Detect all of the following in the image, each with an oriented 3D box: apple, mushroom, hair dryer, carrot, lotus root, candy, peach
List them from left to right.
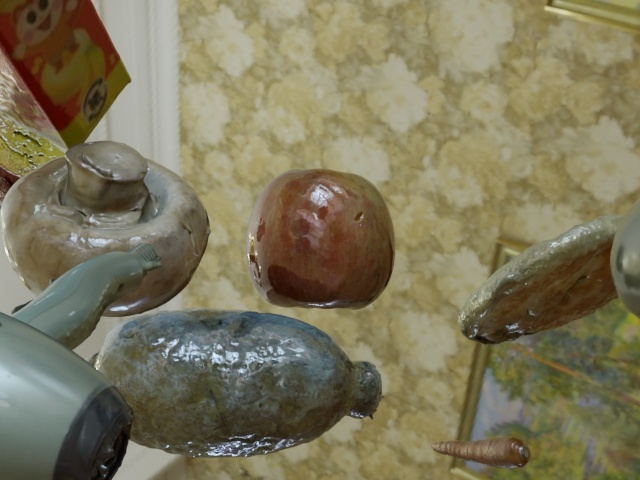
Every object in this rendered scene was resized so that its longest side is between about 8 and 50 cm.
[{"bbox_3d":[-0.198,0.037,0.456,0.225,0.219,0.088,-100,24,-63],"label":"hair dryer"},{"bbox_3d":[-0.253,-0.186,0.645,0.088,0.146,0.276,-59,-15,-18],"label":"candy"},{"bbox_3d":[-0.375,-0.084,1.105,0.172,0.127,0.092,45,-124,-13],"label":"peach"},{"bbox_3d":[-0.168,-0.013,0.711,0.166,0.166,0.127,-32,-29,-48],"label":"mushroom"},{"bbox_3d":[-0.101,0.156,1.001,0.175,0.350,0.174,180,90,-90],"label":"lotus root"},{"bbox_3d":[0.000,0.000,1.104,0.188,0.188,0.173,10,-97,-62],"label":"apple"},{"bbox_3d":[0.249,0.335,1.409,0.048,0.216,0.048,7,-103,-34],"label":"carrot"}]

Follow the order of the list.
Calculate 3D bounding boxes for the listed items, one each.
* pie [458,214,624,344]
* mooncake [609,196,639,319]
[{"bbox_3d":[0.376,0.073,1.445,0.339,0.077,0.339,-17,-30,-11],"label":"pie"},{"bbox_3d":[0.368,0.011,0.721,0.274,0.275,0.135,-61,13,-12],"label":"mooncake"}]
